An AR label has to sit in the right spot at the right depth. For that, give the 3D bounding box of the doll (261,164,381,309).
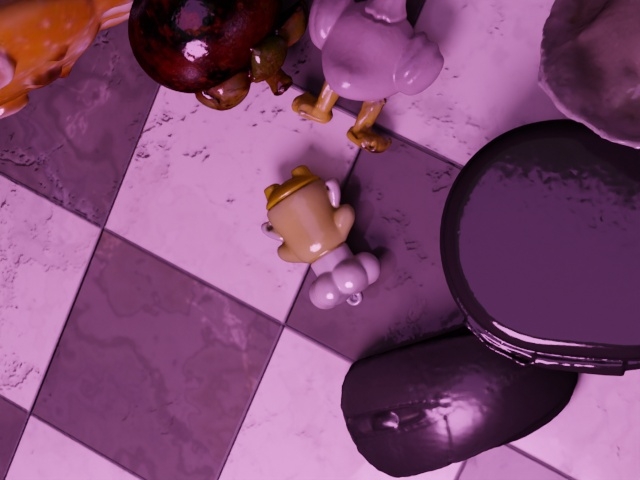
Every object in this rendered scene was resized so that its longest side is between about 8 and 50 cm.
[{"bbox_3d":[0.000,0.000,1.662,0.106,0.062,0.162,-32,83,24],"label":"doll"}]

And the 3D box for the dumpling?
[{"bbox_3d":[0.337,-0.161,1.448,0.293,0.163,0.204,33,90,37],"label":"dumpling"}]

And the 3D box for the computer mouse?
[{"bbox_3d":[0.137,0.166,1.615,0.270,0.086,0.137,-21,87,22],"label":"computer mouse"}]

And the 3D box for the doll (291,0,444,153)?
[{"bbox_3d":[0.086,-0.274,1.588,0.160,0.094,0.365,30,105,18],"label":"doll"}]

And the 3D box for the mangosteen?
[{"bbox_3d":[-0.106,-0.230,1.634,0.200,0.200,0.199,2,96,20],"label":"mangosteen"}]

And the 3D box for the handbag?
[{"bbox_3d":[0.270,0.006,1.524,0.308,0.093,0.253,4,86,17],"label":"handbag"}]

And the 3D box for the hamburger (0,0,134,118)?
[{"bbox_3d":[-0.349,-0.249,1.683,0.303,0.261,0.186,-34,88,-21],"label":"hamburger"}]
